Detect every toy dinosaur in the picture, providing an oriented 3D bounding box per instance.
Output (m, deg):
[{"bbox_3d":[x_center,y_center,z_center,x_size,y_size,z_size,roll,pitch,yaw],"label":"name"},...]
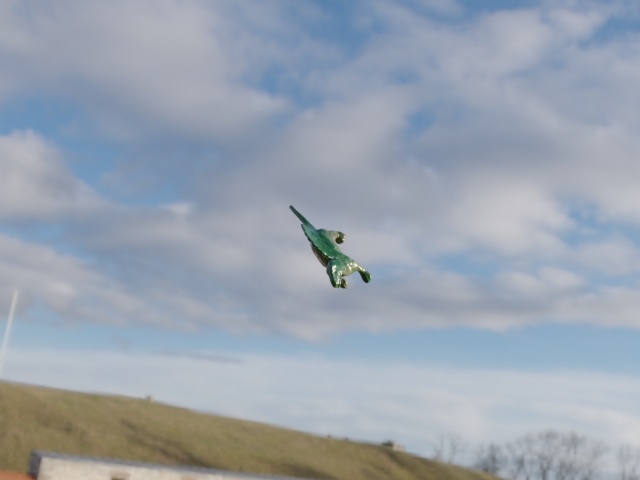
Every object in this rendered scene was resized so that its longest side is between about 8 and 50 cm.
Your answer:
[{"bbox_3d":[0.000,0.000,0.785,0.029,0.120,0.060,-40,-40,10],"label":"toy dinosaur"}]
